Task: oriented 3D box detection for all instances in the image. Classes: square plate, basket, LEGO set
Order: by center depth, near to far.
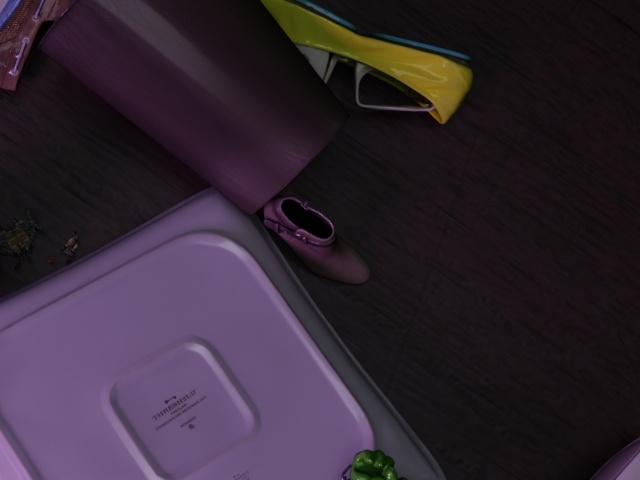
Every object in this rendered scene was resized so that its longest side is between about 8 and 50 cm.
[{"bbox_3d":[-0.114,0.144,1.026,0.347,0.049,0.344,-30,75,-28],"label":"square plate"},{"bbox_3d":[-0.096,-0.146,1.093,0.227,0.154,0.204,45,43,-8],"label":"basket"},{"bbox_3d":[-0.258,0.002,1.113,0.083,0.023,0.054,29,80,-18],"label":"LEGO set"}]

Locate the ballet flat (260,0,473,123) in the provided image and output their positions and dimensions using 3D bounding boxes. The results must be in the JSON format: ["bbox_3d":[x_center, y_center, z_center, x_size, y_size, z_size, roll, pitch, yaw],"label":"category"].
[{"bbox_3d":[0.029,-0.167,1.159,0.231,0.077,0.077,19,94,-8],"label":"ballet flat"}]

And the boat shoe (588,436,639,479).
[{"bbox_3d":[0.224,0.303,1.105,0.305,0.109,0.091,-43,86,-16],"label":"boat shoe"}]

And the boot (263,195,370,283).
[{"bbox_3d":[0.000,0.000,1.120,0.118,0.087,0.042,28,77,-5],"label":"boot"}]

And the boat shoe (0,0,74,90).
[{"bbox_3d":[-0.246,-0.215,1.126,0.066,0.066,0.183,36,88,-8],"label":"boat shoe"}]

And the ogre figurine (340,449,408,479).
[{"bbox_3d":[0.065,0.272,0.986,0.118,0.097,0.197,-41,117,-29],"label":"ogre figurine"}]
